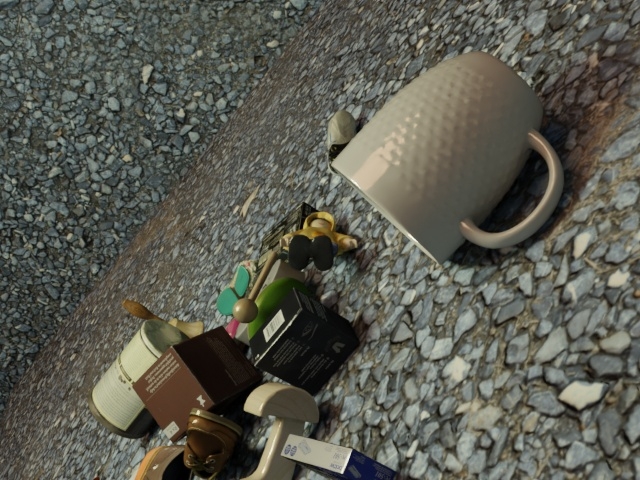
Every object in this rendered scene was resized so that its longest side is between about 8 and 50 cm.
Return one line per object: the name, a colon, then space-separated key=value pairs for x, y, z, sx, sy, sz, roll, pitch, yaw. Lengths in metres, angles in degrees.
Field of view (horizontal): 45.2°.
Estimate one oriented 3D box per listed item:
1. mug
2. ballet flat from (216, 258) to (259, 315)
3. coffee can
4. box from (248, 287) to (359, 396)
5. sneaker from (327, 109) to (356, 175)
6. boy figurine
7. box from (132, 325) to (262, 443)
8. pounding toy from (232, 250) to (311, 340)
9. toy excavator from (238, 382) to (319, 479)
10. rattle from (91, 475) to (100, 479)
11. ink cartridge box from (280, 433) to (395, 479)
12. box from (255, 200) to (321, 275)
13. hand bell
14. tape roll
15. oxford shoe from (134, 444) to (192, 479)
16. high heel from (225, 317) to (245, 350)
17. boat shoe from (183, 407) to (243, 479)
mug: x=0.257 y=-0.138 z=1.367 sx=0.328 sy=0.276 sz=0.374 roll=-47 pitch=54 yaw=3
ballet flat: x=-0.208 y=0.131 z=2.102 sx=0.077 sy=0.091 sz=0.241 roll=-24 pitch=-18 yaw=-40
coffee can: x=-0.492 y=0.388 z=2.163 sx=0.275 sy=0.202 sz=0.201 roll=-51 pitch=24 yaw=13
box: x=-0.035 y=0.207 z=1.566 sx=0.156 sy=0.158 sz=0.093 roll=-50 pitch=27 yaw=13
sneaker: x=0.056 y=-0.256 z=2.102 sx=0.086 sy=0.085 sz=0.237 roll=110 pitch=170 yaw=-48
boy figurine: x=0.000 y=0.000 z=1.787 sx=0.285 sy=0.177 sz=0.092 roll=-63 pitch=-26 yaw=-75
box: x=-0.281 y=0.327 z=1.777 sx=0.168 sy=0.167 sz=0.203 roll=-44 pitch=-13 yaw=25
pounding toy: x=-0.066 y=0.165 z=1.655 sx=0.110 sy=0.236 sz=0.183 roll=20 pitch=64 yaw=39
toy excavator: x=-0.187 y=0.519 z=1.423 sx=0.222 sy=0.446 sz=0.432 roll=-5 pitch=96 yaw=60
rattle: x=-0.703 y=0.744 z=2.207 sx=0.199 sy=0.143 sz=0.130 roll=-111 pitch=39 yaw=-55
ink cartridge box: x=0.026 y=0.378 z=1.308 sx=0.207 sy=0.097 sz=0.046 roll=-12 pitch=49 yaw=59
box: x=-0.077 y=0.011 z=2.001 sx=0.180 sy=0.078 sz=0.147 roll=-39 pitch=29 yaw=35
hand bell: x=-0.480 y=0.239 z=2.281 sx=0.126 sy=0.242 sz=0.126 roll=-43 pitch=27 yaw=28
tape roll: x=-0.121 y=0.155 z=1.841 sx=0.219 sy=0.072 sz=0.219 roll=-58 pitch=7 yaw=12
oxford shoe: x=-0.387 y=0.629 z=1.755 sx=0.133 sy=0.130 sz=0.363 roll=-25 pitch=38 yaw=40
high heel: x=-0.209 y=0.284 z=1.941 sx=0.117 sy=0.082 sz=0.244 roll=32 pitch=74 yaw=39
boat shoe: x=-0.229 y=0.436 z=1.611 sx=0.307 sy=0.111 sz=0.104 roll=89 pitch=-159 yaw=-62
